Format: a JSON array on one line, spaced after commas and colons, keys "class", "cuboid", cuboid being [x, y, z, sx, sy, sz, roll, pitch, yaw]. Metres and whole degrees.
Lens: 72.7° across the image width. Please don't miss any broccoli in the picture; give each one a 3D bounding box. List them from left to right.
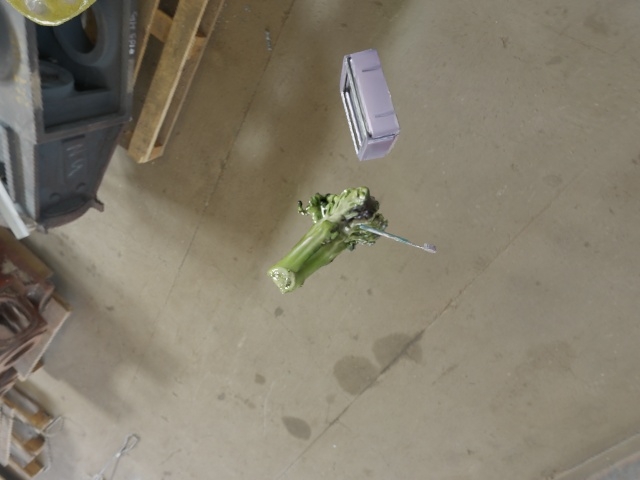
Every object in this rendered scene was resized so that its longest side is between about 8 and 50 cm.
[{"class": "broccoli", "cuboid": [0.005, 0.005, 0.854, 0.165, 0.304, 0.145, 0, 117, 36]}]

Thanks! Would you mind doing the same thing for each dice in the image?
[{"class": "dice", "cuboid": [-0.731, -0.748, 1.166, 0.239, 0.226, 0.233, -20, 141, 15]}]

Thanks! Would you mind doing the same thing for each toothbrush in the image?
[{"class": "toothbrush", "cuboid": [0.146, -0.005, 0.804, 0.167, 0.014, 0.011, 17, 154, -19]}]

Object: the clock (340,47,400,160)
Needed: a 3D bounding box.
[{"class": "clock", "cuboid": [0.100, -0.281, 0.923, 0.073, 0.144, 0.193, -14, 84, -3]}]
